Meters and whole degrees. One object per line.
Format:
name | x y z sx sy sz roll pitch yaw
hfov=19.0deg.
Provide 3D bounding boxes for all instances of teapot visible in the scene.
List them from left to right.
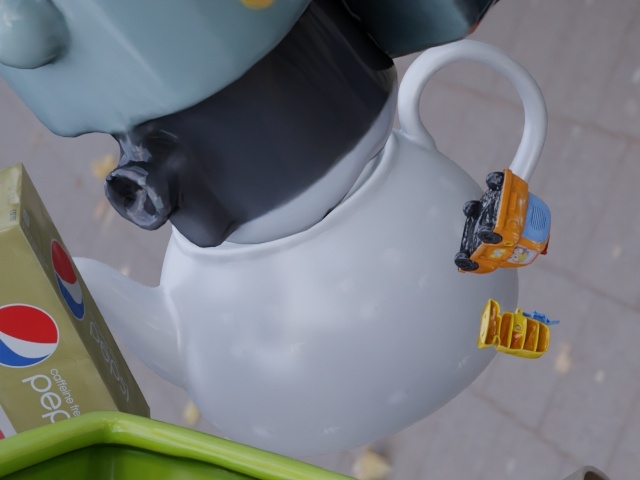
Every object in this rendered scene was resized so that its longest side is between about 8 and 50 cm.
teapot | 0.000 0.000 1.232 0.252 0.187 0.256 -5 33 32

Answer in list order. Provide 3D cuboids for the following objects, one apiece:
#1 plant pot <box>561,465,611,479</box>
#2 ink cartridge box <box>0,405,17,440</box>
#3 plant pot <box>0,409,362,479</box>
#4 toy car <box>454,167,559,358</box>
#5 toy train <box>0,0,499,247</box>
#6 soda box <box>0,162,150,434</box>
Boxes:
plant pot | 0.152 0.309 1.177 0.191 0.284 0.284 -31 30 12
ink cartridge box | -0.318 0.247 1.085 0.395 0.285 0.166 -34 13 -30
plant pot | -0.078 0.216 0.827 0.228 0.227 0.207 12 104 29
toy car | 0.085 0.022 0.864 0.122 0.040 0.060 -83 14 -45
toy train | -0.071 -0.152 0.474 0.142 0.334 0.190 -7 41 46
soda box | -0.147 0.053 1.008 0.058 0.181 0.061 -19 35 6
